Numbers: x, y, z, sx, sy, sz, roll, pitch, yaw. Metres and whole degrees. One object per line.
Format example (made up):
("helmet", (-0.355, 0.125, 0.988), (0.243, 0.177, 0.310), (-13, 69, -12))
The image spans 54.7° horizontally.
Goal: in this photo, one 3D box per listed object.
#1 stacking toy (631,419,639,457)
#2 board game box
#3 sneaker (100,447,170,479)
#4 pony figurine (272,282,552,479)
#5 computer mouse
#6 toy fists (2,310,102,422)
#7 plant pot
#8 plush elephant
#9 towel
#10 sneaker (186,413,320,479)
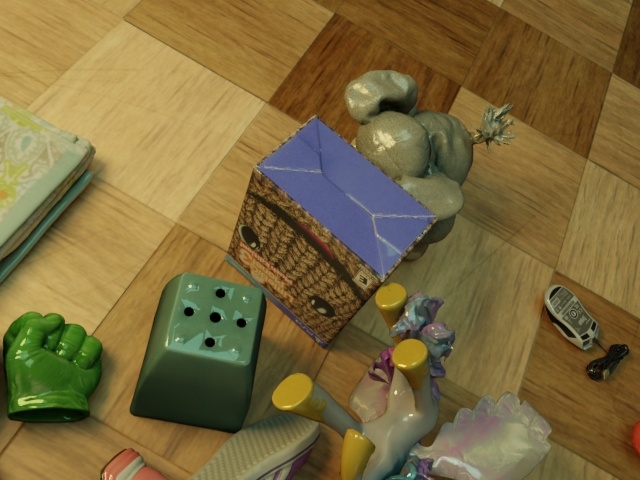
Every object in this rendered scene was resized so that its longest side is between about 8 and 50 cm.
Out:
("stacking toy", (0.705, 0.374, 1.076), (0.330, 0.141, 0.141), (17, 59, -3))
("board game box", (0.000, 0.000, 0.949), (0.232, 0.291, 0.141), (41, 60, 7))
("sneaker", (-0.273, 0.417, 0.743), (0.136, 0.116, 0.314), (31, 58, -2))
("pony figurine", (0.115, 0.243, 0.847), (0.302, 0.363, 0.351), (23, 52, 39))
("computer mouse", (0.487, 0.166, 1.165), (0.106, 0.042, 0.193), (-36, 84, -25))
("toy fists", (-0.423, 0.154, 0.809), (0.279, 0.096, 0.142), (13, 54, -36))
("plant pot", (-0.158, 0.148, 0.854), (0.165, 0.234, 0.165), (14, 59, -11))
("plush elephant", (0.129, -0.129, 1.023), (0.255, 0.330, 0.272), (-4, 70, -42))
("towel", (-0.574, -0.082, 0.935), (0.320, 0.090, 0.374), (29, 58, 2))
("sneaker", (-0.094, 0.362, 0.855), (0.282, 0.102, 0.161), (-26, 111, -47))
